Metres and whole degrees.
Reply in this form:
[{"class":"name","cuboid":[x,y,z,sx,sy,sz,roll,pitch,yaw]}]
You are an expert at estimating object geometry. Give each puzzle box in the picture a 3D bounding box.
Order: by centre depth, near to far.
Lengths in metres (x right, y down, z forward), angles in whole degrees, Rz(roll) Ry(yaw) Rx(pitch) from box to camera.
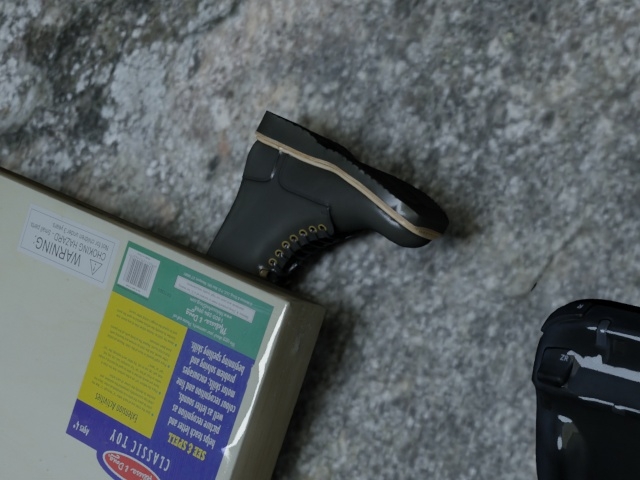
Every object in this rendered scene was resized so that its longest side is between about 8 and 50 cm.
[{"class":"puzzle box","cuboid":[-0.200,0.112,1.358,0.409,0.052,0.272,23,96,36]}]

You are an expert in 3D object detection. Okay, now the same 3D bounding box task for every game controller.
[{"class":"game controller","cuboid":[0.268,0.139,1.035,0.319,0.067,0.166,14,124,36]}]

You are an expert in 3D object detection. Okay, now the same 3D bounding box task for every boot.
[{"class":"boot","cuboid":[0.000,0.000,1.286,0.198,0.077,0.137,34,99,48]}]
